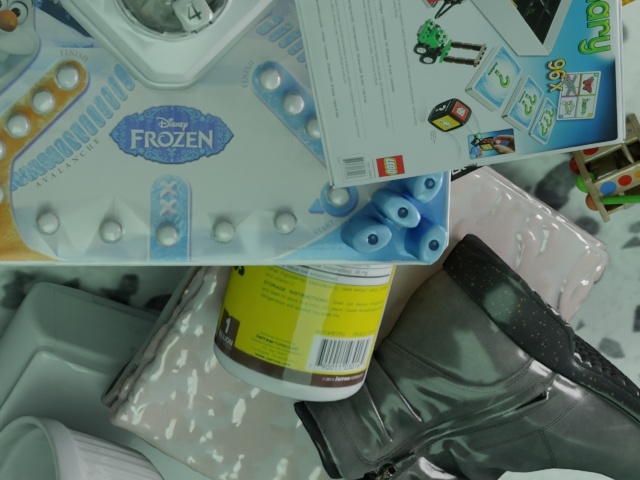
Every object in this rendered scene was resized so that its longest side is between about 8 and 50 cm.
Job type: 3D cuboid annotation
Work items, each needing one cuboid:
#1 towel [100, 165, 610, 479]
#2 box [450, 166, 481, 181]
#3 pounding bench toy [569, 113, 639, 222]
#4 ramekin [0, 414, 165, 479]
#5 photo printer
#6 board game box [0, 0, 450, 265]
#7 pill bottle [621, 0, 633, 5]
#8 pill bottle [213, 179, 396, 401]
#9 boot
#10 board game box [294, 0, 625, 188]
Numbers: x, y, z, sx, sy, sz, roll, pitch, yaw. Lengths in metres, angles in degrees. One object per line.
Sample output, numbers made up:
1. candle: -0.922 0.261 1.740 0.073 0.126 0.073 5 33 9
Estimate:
1. towel: 0.034 0.071 1.494 0.317 0.053 0.332 32 96 -29
2. box: 0.124 -0.116 1.402 0.162 0.029 0.116 -26 121 -4
3. pounding bench toy: 0.238 -0.046 1.479 0.065 0.083 0.052 -24 130 10
4. ramekin: -0.196 0.244 1.436 0.109 0.207 0.207 14 127 -28
5. photo printer: -0.200 0.197 1.593 0.256 0.107 0.307 21 123 -25
6. board game box: -0.097 -0.172 1.216 0.390 0.050 0.389 0 100 -9
7. pill bottle: 0.214 -0.228 1.299 0.208 0.117 0.117 -23 130 10
8. pill bottle: 0.000 0.000 1.355 0.117 0.117 0.215 10 105 -18
9. boot: 0.149 0.170 1.501 0.338 0.118 0.222 42 93 -19
10. board game box: 0.078 -0.166 1.097 0.193 0.053 0.305 -9 135 2
